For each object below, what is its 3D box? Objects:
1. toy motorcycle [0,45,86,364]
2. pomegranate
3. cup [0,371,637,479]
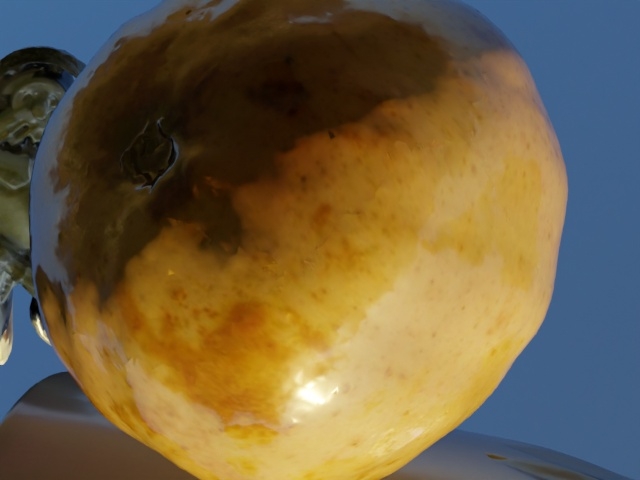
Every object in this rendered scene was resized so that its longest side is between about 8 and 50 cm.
[{"bbox_3d":[-0.194,-0.016,0.890,0.151,0.228,0.074,-4,-141,-3],"label":"toy motorcycle"},{"bbox_3d":[-0.007,-0.003,0.549,0.207,0.207,0.207,-5,-110,15],"label":"pomegranate"},{"bbox_3d":[0.008,0.206,0.729,0.372,0.253,0.253,4,-107,12],"label":"cup"}]
